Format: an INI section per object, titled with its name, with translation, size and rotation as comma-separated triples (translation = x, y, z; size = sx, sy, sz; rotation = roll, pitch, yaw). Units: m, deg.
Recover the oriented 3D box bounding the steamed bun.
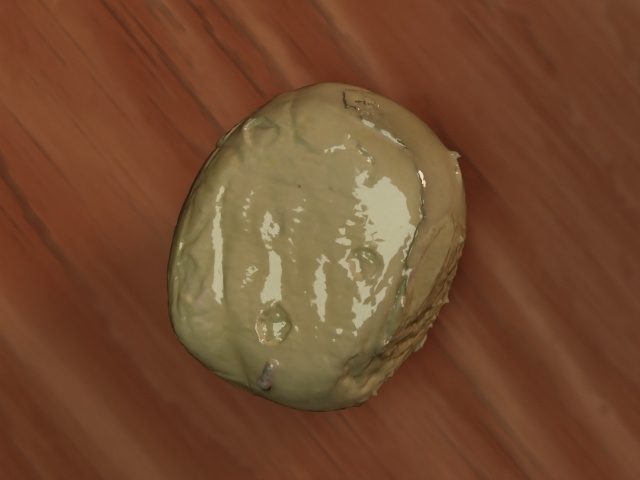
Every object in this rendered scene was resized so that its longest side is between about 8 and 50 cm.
[steamed bun]
translation = 0.000, 0.000, 0.781
size = 0.112, 0.091, 0.130
rotation = 25, 98, 15
